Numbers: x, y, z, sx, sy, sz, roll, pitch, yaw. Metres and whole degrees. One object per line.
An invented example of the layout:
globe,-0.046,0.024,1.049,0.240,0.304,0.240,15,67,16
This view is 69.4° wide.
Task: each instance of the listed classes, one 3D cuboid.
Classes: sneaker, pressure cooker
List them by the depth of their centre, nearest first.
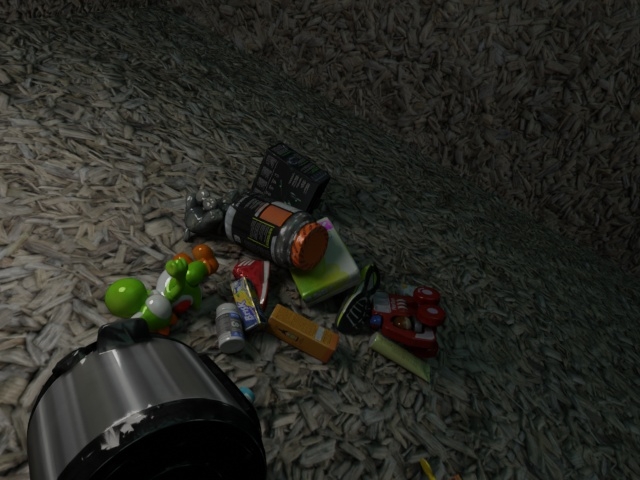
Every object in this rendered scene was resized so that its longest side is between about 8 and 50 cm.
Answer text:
pressure cooker,-0.342,0.372,0.871,0.375,0.370,0.420,45,-14,-35
sneaker,-0.239,0.152,1.563,0.128,0.087,0.221,5,38,-6
sneaker,0.120,0.215,1.696,0.111,0.121,0.300,54,47,-23

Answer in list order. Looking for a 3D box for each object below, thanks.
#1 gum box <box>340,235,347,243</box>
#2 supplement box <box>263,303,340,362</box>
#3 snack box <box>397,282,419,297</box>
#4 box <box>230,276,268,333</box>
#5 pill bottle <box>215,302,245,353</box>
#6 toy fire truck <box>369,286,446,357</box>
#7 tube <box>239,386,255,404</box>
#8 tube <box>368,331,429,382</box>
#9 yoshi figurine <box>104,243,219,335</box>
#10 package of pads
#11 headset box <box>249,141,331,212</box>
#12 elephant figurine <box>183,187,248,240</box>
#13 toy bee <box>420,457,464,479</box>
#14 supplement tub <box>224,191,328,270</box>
gum box,0.000,0.000,1.854,0.188,0.107,0.062,31,13,2
supplement box,-0.059,0.298,1.486,0.233,0.078,0.080,28,35,-3
snack box,0.396,0.236,1.907,0.141,0.037,0.100,14,37,-20
box,-0.226,0.203,1.455,0.169,0.059,0.054,66,11,25
pill bottle,-0.273,0.261,1.384,0.078,0.078,0.137,7,41,-28
toy fire truck,0.304,0.284,1.676,0.254,0.169,0.302,7,24,3
tube,-0.244,0.467,1.181,0.080,0.052,0.207,31,40,11
tube,0.281,0.406,1.610,0.240,0.062,0.070,31,70,-4
yoshi figurine,-0.471,0.127,1.337,0.203,0.203,0.362,19,36,13
package of pads,-0.005,0.073,1.690,0.229,0.101,0.296,-25,54,-4
headset box,-0.124,-0.226,1.939,0.283,0.246,0.131,35,36,9
elephant figurine,-0.382,-0.101,1.705,0.239,0.186,0.169,-1,76,-71
toy bee,0.309,0.683,1.194,0.195,0.162,0.298,43,38,16
supplement tub,-0.153,-0.031,1.611,0.338,0.207,0.207,24,30,31
